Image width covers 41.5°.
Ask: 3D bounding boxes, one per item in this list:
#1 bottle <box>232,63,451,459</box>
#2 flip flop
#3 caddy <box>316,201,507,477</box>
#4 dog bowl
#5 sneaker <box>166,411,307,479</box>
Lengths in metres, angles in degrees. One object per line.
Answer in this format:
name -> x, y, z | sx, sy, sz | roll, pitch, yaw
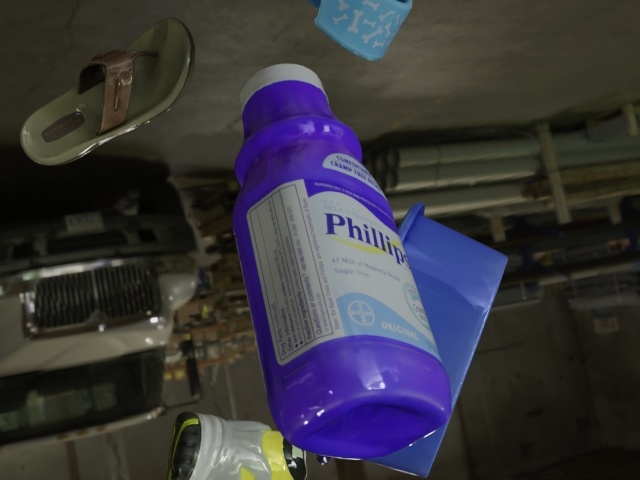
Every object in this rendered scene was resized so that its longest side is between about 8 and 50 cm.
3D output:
bottle -> 0.000, 0.000, 0.570 | 0.092, 0.283, 0.118 | -35, 140, 27
flip flop -> -0.286, -0.196, 1.116 | 0.277, 0.112, 0.080 | -30, 164, 5
caddy -> 0.096, 0.124, 1.038 | 0.179, 0.342, 0.241 | 21, 171, 10
dog bowl -> -0.014, -0.337, 0.979 | 0.074, 0.297, 0.166 | -45, -166, 28
sneaker -> -0.111, 0.350, 0.959 | 0.147, 0.145, 0.385 | 7, 131, -10
